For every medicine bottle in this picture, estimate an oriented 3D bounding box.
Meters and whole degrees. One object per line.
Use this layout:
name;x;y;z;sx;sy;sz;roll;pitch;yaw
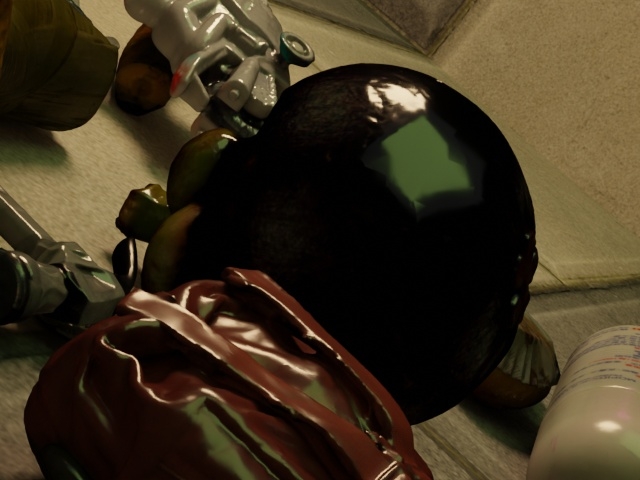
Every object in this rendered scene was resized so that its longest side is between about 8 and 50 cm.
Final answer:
medicine bottle;0.251;0.171;1.509;0.130;0.130;0.341;40;16;4

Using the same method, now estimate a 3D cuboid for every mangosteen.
mangosteen;0.000;0.000;1.254;0.302;0.275;0.275;8;5;17

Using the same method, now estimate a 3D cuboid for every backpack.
backpack;-0.032;0.118;0.926;0.229;0.139;0.229;33;11;-7

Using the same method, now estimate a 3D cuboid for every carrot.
carrot;-0.159;-0.175;1.741;0.070;0.070;0.260;37;14;-9

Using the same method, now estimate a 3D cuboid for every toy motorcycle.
toy motorcycle;-0.106;-0.187;1.625;0.171;0.110;0.260;28;32;-23

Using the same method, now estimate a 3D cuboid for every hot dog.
hot dog;0.158;0.089;1.683;0.162;0.082;0.270;50;7;10

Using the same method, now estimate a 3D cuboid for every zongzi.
zongzi;-0.209;-0.131;1.287;0.228;0.115;0.256;30;2;-41

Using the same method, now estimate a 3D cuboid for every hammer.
hammer;-0.278;-0.086;1.152;0.427;0.044;0.152;42;19;23

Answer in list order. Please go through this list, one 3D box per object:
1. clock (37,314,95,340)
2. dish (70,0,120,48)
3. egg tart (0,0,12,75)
clock;-0.162;0.040;1.124;0.074;0.010;0.083;19;23;-50
dish;-0.277;-0.256;1.641;0.234;0.064;0.154;36;2;-20
egg tart;-0.269;-0.101;0.966;0.215;0.171;0.215;22;25;-11
